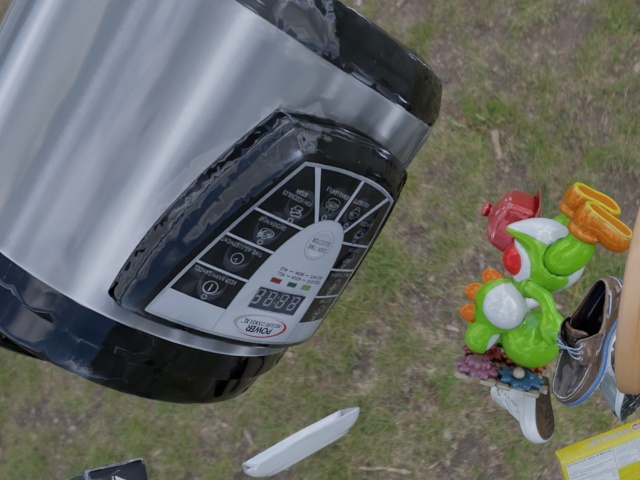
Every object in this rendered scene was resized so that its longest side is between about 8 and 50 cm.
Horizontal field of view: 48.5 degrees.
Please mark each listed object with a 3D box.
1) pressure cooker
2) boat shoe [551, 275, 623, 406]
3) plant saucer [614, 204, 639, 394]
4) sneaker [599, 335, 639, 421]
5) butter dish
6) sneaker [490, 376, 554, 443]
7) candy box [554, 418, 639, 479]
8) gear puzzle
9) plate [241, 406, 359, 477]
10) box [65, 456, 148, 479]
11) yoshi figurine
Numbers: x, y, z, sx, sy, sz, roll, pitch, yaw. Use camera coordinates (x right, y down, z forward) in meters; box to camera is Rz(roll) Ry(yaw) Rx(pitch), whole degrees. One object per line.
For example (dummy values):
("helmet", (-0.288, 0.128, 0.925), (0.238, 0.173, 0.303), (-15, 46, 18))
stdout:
("pressure cooker", (-0.135, -0.057, 0.657), (0.370, 0.375, 0.420), (33, 102, -2))
("boat shoe", (0.343, 0.129, 0.937), (0.066, 0.066, 0.183), (25, 94, 55))
("plant saucer", (0.292, 0.036, 0.606), (0.037, 0.200, 0.199), (11, 84, 31))
("sneaker", (0.637, 0.284, 1.541), (0.100, 0.271, 0.108), (-38, 34, -16))
("butter dish", (0.417, -0.050, 1.592), (0.118, 0.160, 0.159), (24, 118, 6))
("sneaker", (0.440, 0.363, 1.565), (0.123, 0.290, 0.105), (-22, 99, 21))
("candy box", (0.398, 0.266, 0.877), (0.206, 0.027, 0.105), (-21, 115, 1))
("gear puzzle", (0.385, 0.216, 1.455), (0.176, 0.339, 0.044), (12, 107, 17))
("plate", (-0.045, 0.463, 1.612), (0.278, 0.277, 0.045), (-26, 81, -13))
("box", (-0.214, 0.368, 0.684), (0.216, 0.060, 0.270), (-35, 64, 44))
("yoshi figurine", (0.418, 0.092, 1.284), (0.362, 0.204, 0.203), (-56, 48, 28))
